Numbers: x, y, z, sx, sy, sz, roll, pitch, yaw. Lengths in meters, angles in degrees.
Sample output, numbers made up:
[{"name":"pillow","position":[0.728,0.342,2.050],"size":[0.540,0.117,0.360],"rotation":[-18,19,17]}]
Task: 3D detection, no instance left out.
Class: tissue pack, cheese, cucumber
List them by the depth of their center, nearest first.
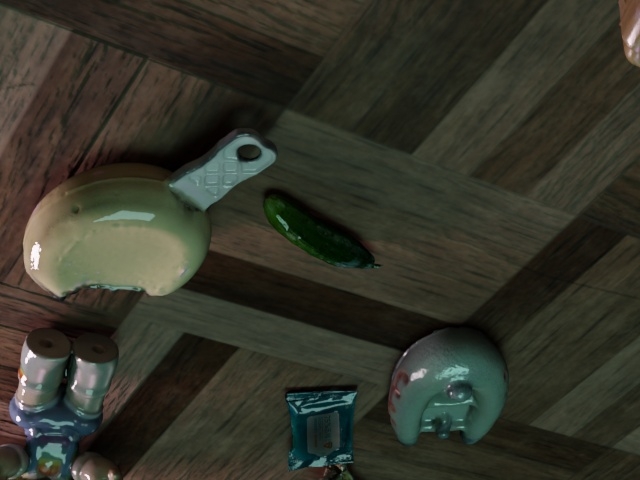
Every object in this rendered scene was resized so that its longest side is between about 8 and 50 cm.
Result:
[{"name":"cheese","position":[-0.161,-0.032,1.159],"size":[0.163,0.071,0.249],"rotation":[16,136,-26]},{"name":"cucumber","position":[0.000,0.000,1.246],"size":[0.155,0.037,0.037],"rotation":[30,128,-35]},{"name":"tissue pack","position":[0.000,0.219,1.518],"size":[0.085,0.028,0.138],"rotation":[-5,136,-7]}]

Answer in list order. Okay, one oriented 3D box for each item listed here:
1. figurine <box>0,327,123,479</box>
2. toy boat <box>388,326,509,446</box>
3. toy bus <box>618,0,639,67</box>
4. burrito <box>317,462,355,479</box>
[{"name":"figurine","position":[-0.293,0.261,1.433],"size":[0.224,0.205,0.382],"rotation":[22,113,-25]},{"name":"toy boat","position":[0.145,0.181,1.453],"size":[0.134,0.079,0.208],"rotation":[2,141,-5]},{"name":"toy bus","position":[0.266,-0.222,0.830],"size":[0.157,0.290,0.139],"rotation":[17,138,-8]},{"name":"burrito","position":[0.047,0.355,1.657],"size":[0.058,0.063,0.229],"rotation":[-9,139,19]}]
